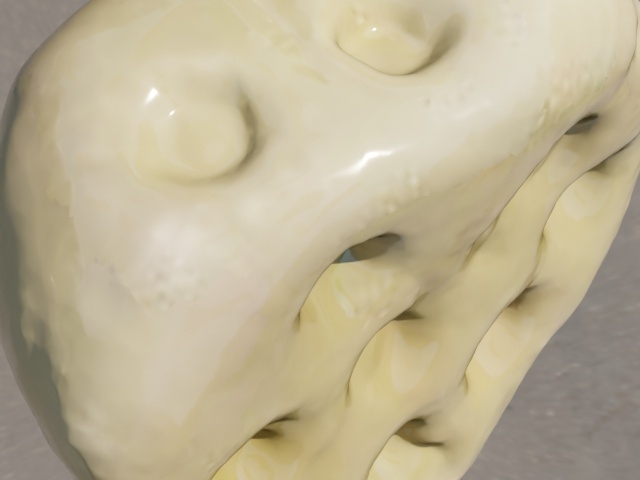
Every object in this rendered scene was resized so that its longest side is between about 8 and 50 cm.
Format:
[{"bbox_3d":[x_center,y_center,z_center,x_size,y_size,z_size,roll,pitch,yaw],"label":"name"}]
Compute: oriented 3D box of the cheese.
[{"bbox_3d":[0.000,0.000,0.561,0.235,0.218,0.117,-21,51,-42],"label":"cheese"}]
